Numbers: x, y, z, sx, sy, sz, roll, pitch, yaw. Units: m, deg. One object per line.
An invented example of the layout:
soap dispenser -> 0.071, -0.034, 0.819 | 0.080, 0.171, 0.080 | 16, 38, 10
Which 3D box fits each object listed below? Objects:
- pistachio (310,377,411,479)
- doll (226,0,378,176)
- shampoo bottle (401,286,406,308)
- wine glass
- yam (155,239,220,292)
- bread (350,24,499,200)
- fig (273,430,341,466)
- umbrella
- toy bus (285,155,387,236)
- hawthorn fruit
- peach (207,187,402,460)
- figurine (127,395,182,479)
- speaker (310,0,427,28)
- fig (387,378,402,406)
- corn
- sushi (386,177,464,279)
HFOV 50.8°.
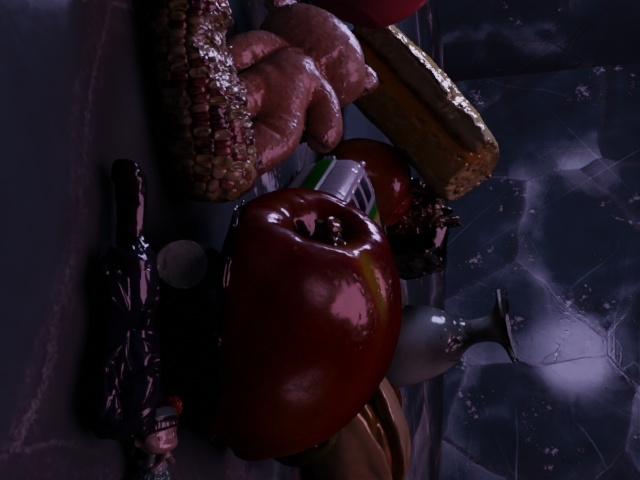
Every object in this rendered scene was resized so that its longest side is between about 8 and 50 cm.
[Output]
pistachio -> 0.056, 0.331, 1.154 | 0.187, 0.187, 0.299 | -58, 137, -61
doll -> -0.062, -0.189, 0.898 | 0.201, 0.156, 0.303 | 43, 56, -11
shampoo bottle -> 0.118, 0.130, 1.434 | 0.234, 0.118, 0.087 | -9, 99, -73
wine glass -> 0.259, 0.220, 1.515 | 0.190, 0.356, 0.191 | -15, 90, -72
yam -> -0.130, 0.026, 0.692 | 0.132, 0.054, 0.054 | 99, -9, -86
bread -> 0.186, -0.257, 1.321 | 0.375, 0.165, 0.236 | 51, 9, 17
fig -> -0.029, 0.249, 0.955 | 0.156, 0.123, 0.123 | -10, 98, -85
umbrella -> -0.167, 0.051, 0.603 | 0.071, 0.070, 0.248 | 30, 60, -70
toy bus -> 0.000, 0.000, 1.025 | 0.305, 0.143, 0.179 | -60, 142, -59
hawthorn fruit -> 0.105, -0.105, 1.281 | 0.179, 0.200, 0.179 | 3, 90, -69
peach -> -0.012, 0.114, 0.762 | 0.258, 0.201, 0.362 | -87, -177, -63
figurine -> -0.158, 0.205, 0.648 | 0.060, 0.047, 0.106 | 2, 90, -57
speaker -> 0.082, -0.519, 1.135 | 0.294, 0.294, 0.295 | -2, 90, -73
fig -> 0.083, 0.360, 1.322 | 0.146, 0.133, 0.201 | -3, 108, -59
corn -> -0.127, -0.181, 0.710 | 0.098, 0.098, 0.290 | -41, 127, -68
sushi -> 0.179, -0.036, 1.474 | 0.225, 0.238, 0.219 | 86, 2, -75
